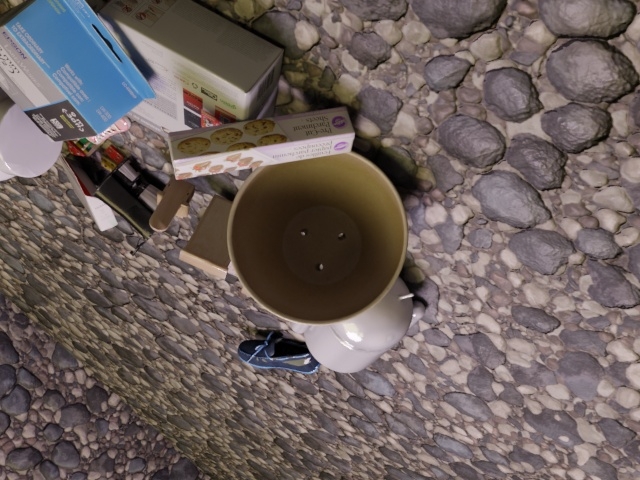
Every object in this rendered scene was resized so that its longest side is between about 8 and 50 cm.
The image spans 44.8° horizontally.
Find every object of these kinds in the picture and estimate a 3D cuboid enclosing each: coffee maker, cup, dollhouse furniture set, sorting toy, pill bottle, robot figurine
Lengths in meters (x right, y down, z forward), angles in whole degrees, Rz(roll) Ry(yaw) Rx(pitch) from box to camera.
[{"bbox_3d":[-0.472,-0.086,1.925,0.178,0.171,0.120,41,157,-10],"label":"coffee maker"},{"bbox_3d":[0.000,0.000,1.520,0.331,0.331,0.237,30,176,6],"label":"cup"},{"bbox_3d":[-0.285,0.053,1.906,0.303,0.174,0.356,25,149,-1],"label":"dollhouse furniture set"},{"bbox_3d":[-0.611,-0.259,1.936,0.274,0.046,0.132,44,148,-18],"label":"sorting toy"},{"bbox_3d":[-0.787,-0.258,1.745,0.407,0.229,0.229,13,143,28],"label":"pill bottle"},{"bbox_3d":[0.082,0.175,1.746,0.299,0.200,0.353,-2,156,-20],"label":"robot figurine"}]

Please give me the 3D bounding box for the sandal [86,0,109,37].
[{"bbox_3d":[-0.464,-0.458,1.477,0.169,0.102,0.416,5,149,15],"label":"sandal"}]

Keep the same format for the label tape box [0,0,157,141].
[{"bbox_3d":[-0.485,-0.316,1.437,0.347,0.115,0.249,6,140,51],"label":"label tape box"}]

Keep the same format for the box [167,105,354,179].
[{"bbox_3d":[-0.104,-0.173,1.371,0.323,0.067,0.063,-9,153,-10],"label":"box"}]

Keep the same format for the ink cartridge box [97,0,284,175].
[{"bbox_3d":[-0.244,-0.300,1.457,0.309,0.130,0.272,30,151,7],"label":"ink cartridge box"}]

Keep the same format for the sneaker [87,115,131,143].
[{"bbox_3d":[-0.501,-0.257,1.813,0.134,0.070,0.051,0,133,42],"label":"sneaker"}]

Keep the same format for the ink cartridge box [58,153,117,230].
[{"bbox_3d":[-0.614,-0.155,2.011,0.181,0.056,0.225,48,157,32],"label":"ink cartridge box"}]

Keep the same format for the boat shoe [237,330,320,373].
[{"bbox_3d":[-0.121,0.312,2.247,0.258,0.109,0.089,2,132,17],"label":"boat shoe"}]
